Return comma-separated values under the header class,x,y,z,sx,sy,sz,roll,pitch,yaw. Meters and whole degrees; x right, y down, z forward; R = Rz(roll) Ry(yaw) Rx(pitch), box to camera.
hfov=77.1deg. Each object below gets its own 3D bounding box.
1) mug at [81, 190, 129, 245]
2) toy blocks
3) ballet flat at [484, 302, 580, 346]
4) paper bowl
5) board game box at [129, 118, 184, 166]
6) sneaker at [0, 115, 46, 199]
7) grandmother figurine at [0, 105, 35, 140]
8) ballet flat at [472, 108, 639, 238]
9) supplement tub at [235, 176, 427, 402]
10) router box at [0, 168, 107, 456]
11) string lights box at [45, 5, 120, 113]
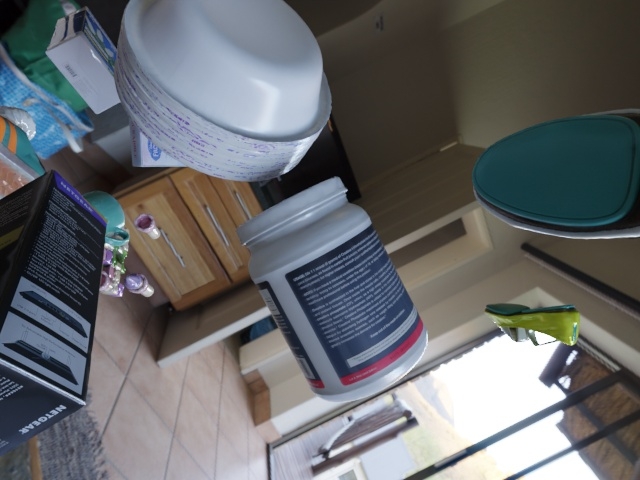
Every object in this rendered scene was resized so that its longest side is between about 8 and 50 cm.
class,x,y,z,sx,sy,sz,roll,pitch,yaw
mug,-0.599,-0.055,1.070,0.097,0.157,0.130,-52,153,-62
toy blocks,-0.723,0.038,1.322,0.260,0.308,0.289,101,-13,-70
ballet flat,0.399,0.163,0.777,0.231,0.077,0.077,147,-64,-75
paper bowl,-0.112,-0.232,0.539,0.148,0.284,0.284,-43,-113,46
board game box,-0.399,-0.378,1.188,0.065,0.318,0.319,9,-77,41
sneaker,-0.636,-0.201,0.747,0.121,0.108,0.302,-121,-170,-46
grandmother figurine,-0.784,-0.190,0.858,0.104,0.342,0.208,39,-38,2
ballet flat,0.329,-0.056,0.369,0.400,0.139,0.139,2,-60,63
supplement tub,0.015,0.067,0.581,0.272,0.191,0.191,63,-2,-4
router box,-0.339,0.096,0.328,0.081,0.308,0.243,60,-1,-41
string lights box,-0.491,-0.391,0.856,0.260,0.076,0.133,59,-3,44
